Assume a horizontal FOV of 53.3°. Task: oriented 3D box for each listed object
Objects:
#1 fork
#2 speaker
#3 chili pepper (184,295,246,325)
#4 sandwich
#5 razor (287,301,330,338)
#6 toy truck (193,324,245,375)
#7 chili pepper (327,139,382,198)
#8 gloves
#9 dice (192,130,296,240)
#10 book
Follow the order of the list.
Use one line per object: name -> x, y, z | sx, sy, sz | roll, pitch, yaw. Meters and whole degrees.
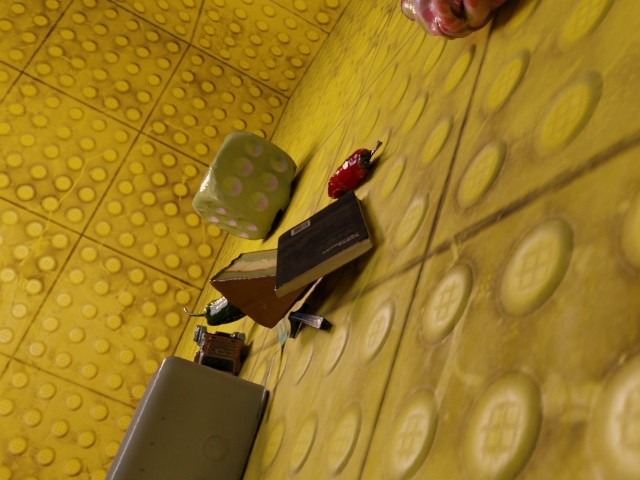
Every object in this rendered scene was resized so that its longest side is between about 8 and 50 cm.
fork -> -0.081, 0.213, 1.092 | 0.235, 0.021, 0.039 | -81, 17, -52
speaker -> -0.245, 0.395, 1.006 | 0.183, 0.184, 0.407 | -47, 20, 53
chili pepper -> -0.223, 0.162, 1.503 | 0.203, 0.072, 0.073 | -25, 16, 7
sandwich -> -0.074, 0.037, 1.059 | 0.187, 0.144, 0.117 | -53, -5, 40
razor -> -0.024, 0.126, 0.996 | 0.066, 0.033, 0.190 | -66, 13, -10
toy truck -> -0.248, 0.275, 1.488 | 0.256, 0.107, 0.140 | 155, 127, -74
chili pepper -> 0.052, -0.123, 1.166 | 0.268, 0.050, 0.059 | 146, 133, -69
gloves -> 0.202, -0.342, 0.836 | 0.145, 0.126, 0.241 | -45, 33, -8
dice -> -0.228, -0.163, 1.949 | 0.252, 0.254, 0.249 | -67, 12, -20
book -> 0.000, 0.000, 0.995 | 0.160, 0.024, 0.228 | -29, 19, 8
